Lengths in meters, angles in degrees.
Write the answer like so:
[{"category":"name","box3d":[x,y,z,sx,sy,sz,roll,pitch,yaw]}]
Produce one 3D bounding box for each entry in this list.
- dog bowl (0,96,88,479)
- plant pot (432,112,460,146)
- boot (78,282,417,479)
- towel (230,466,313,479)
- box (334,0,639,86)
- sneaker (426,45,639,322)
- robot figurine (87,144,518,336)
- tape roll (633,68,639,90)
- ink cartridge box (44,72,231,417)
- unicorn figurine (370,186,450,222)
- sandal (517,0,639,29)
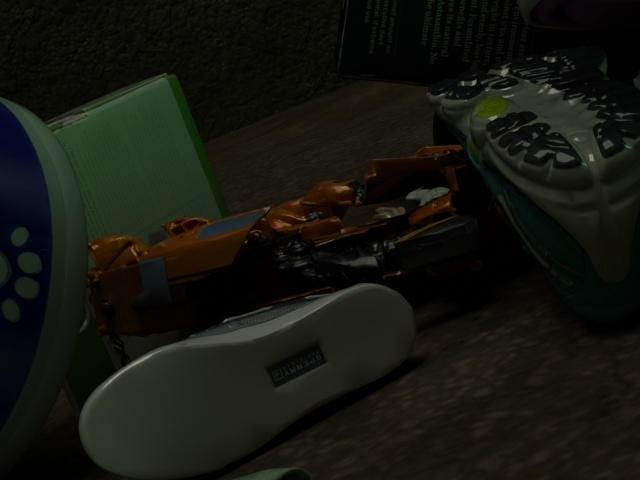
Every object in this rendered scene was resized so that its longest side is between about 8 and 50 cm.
[{"category":"dog bowl","box3d":[-0.264,0.029,0.786,0.265,0.265,0.104,-14,-20,36]},{"category":"plant pot","box3d":[0.156,-0.098,1.178,0.079,0.083,0.083,-14,5,-32]},{"category":"boot","box3d":[-0.044,0.076,0.710,0.190,0.069,0.086,-17,0,-24]},{"category":"towel","box3d":[-0.193,0.173,0.556,0.324,0.038,0.248,-16,11,32]},{"category":"box","box3d":[0.168,-0.218,1.155,0.294,0.183,0.296,8,11,-2]},{"category":"sneaker","box3d":[0.124,-0.041,0.746,0.107,0.110,0.275,-13,20,4]},{"category":"robot figurine","box3d":[0.000,0.000,0.877,0.291,0.085,0.211,-14,3,24]},{"category":"tape roll","box3d":[0.313,-0.086,0.690,0.286,0.100,0.286,-21,11,4]},{"category":"ink cartridge box","box3d":[-0.174,0.001,0.987,0.097,0.189,0.255,-15,12,31]},{"category":"unicorn figurine","box3d":[0.122,-0.041,1.007,0.162,0.060,0.111,-41,15,-12]},{"category":"sandal","box3d":[0.202,-0.151,0.727,0.169,0.102,0.416,-6,-2,4]}]
